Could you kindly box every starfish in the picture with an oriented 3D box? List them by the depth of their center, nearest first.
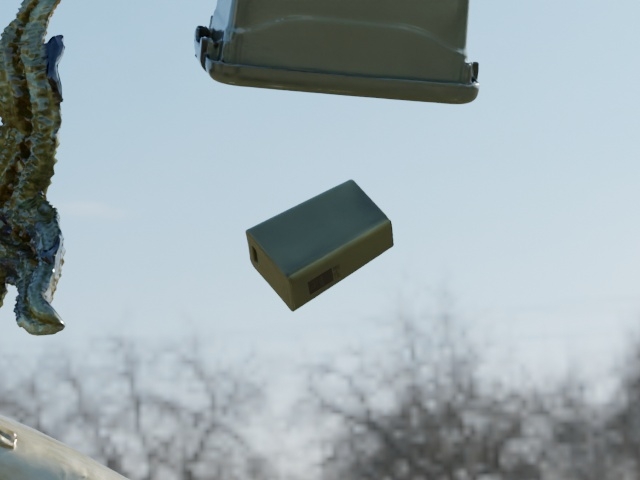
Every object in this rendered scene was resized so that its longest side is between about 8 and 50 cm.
[{"bbox_3d":[-0.157,-0.006,0.778,0.176,0.208,0.053,-19,-28,33],"label":"starfish"}]

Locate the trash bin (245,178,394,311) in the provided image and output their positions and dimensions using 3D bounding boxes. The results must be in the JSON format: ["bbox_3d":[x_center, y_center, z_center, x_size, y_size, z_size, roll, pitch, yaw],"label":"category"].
[{"bbox_3d":[0.000,0.000,1.369,0.092,0.061,0.043,-31,-36,-16],"label":"trash bin"}]

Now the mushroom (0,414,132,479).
[{"bbox_3d":[-0.109,0.117,0.733,0.209,0.071,0.084,35,-41,-24],"label":"mushroom"}]

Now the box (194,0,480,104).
[{"bbox_3d":[0.012,-0.143,1.149,0.172,0.093,0.124,4,14,-11],"label":"box"}]
